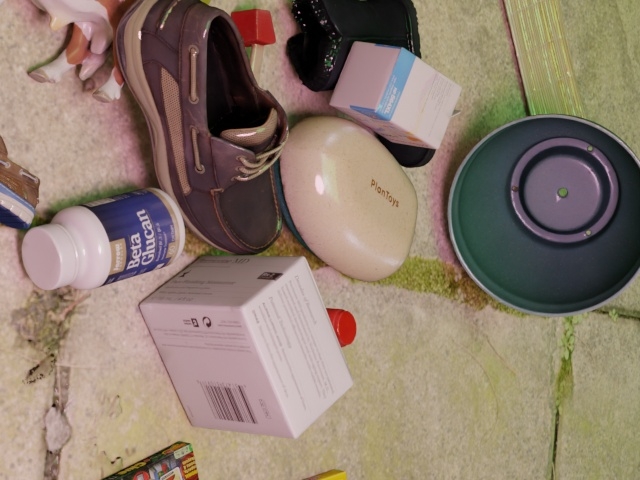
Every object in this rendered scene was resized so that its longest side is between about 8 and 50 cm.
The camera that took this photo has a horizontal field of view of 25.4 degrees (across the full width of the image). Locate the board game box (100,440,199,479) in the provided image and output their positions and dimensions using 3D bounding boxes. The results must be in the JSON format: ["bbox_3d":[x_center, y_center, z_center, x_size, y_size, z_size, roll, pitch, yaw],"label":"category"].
[{"bbox_3d":[-0.234,0.338,1.619,0.260,0.030,0.136,-22,108,-45],"label":"board game box"}]

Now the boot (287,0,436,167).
[{"bbox_3d":[0.052,-0.208,1.875,0.207,0.094,0.246,-13,97,-47],"label":"boot"}]

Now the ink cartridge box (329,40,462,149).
[{"bbox_3d":[0.102,-0.179,1.796,0.143,0.092,0.089,27,82,-41],"label":"ink cartridge box"}]

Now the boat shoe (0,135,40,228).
[{"bbox_3d":[-0.359,-0.083,1.466,0.183,0.066,0.066,47,52,-48],"label":"boat shoe"}]

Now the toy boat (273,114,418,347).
[{"bbox_3d":[0.000,0.000,1.804,0.267,0.148,0.318,43,52,-44],"label":"toy boat"}]

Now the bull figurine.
[{"bbox_3d":[-0.294,-0.284,1.504,0.310,0.101,0.188,33,70,-41],"label":"bull figurine"}]

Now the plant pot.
[{"bbox_3d":[0.349,-0.055,2.087,0.196,0.293,0.293,-41,122,-69],"label":"plant pot"}]

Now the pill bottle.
[{"bbox_3d":[-0.240,0.002,1.564,0.169,0.094,0.094,-18,103,-45],"label":"pill bottle"}]

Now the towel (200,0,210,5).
[{"bbox_3d":[-0.132,-0.375,1.734,0.102,0.021,0.237,47,58,-35],"label":"towel"}]

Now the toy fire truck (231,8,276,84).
[{"bbox_3d":[-0.114,-0.186,1.733,0.135,0.047,0.192,-7,96,-48],"label":"toy fire truck"}]

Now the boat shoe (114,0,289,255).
[{"bbox_3d":[-0.111,-0.116,1.591,0.132,0.130,0.355,-51,136,-30],"label":"boat shoe"}]

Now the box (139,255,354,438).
[{"bbox_3d":[-0.086,0.122,1.665,0.119,0.181,0.181,-39,117,-40],"label":"box"}]

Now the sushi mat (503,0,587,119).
[{"bbox_3d":[0.351,-0.313,2.250,0.151,0.019,0.316,-31,112,-42],"label":"sushi mat"}]

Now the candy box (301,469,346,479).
[{"bbox_3d":[-0.038,0.368,1.828,0.206,0.027,0.105,-9,93,-47],"label":"candy box"}]
